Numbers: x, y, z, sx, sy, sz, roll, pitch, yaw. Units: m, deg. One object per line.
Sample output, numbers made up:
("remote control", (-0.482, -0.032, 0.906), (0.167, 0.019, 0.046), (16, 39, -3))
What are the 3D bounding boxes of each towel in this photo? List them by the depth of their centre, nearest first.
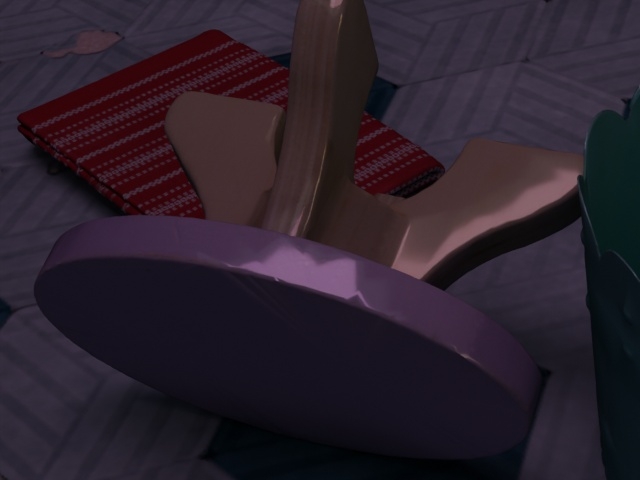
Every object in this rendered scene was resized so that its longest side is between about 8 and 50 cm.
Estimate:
("towel", (-0.073, -0.068, 0.959), (0.199, 0.031, 0.275), (-30, 45, -28))

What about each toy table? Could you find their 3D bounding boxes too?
("toy table", (0.000, 0.000, 0.713), (0.274, 0.252, 0.161), (17, 60, 12))

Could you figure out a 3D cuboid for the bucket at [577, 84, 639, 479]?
("bucket", (0.261, 0.043, 0.641), (0.281, 0.183, 0.281), (-4, 39, 4))
